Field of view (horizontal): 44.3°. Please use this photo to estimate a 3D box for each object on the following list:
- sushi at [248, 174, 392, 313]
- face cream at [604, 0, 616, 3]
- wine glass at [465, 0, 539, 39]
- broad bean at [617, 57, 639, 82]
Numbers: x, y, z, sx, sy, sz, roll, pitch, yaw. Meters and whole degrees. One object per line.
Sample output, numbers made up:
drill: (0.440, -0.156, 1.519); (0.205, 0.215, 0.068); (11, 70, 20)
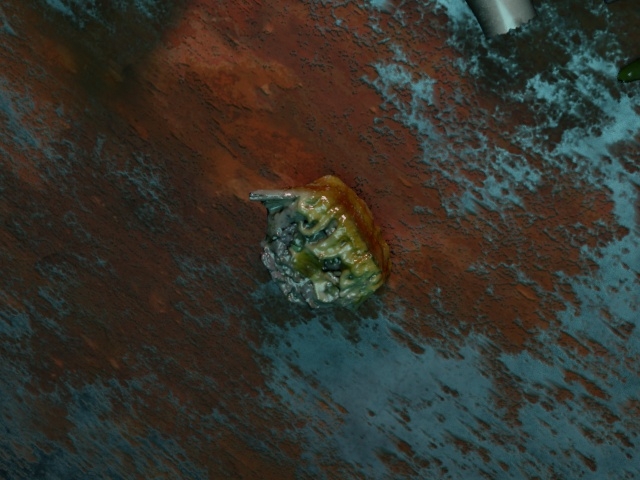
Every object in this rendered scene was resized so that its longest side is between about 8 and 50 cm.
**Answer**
sushi: (0.000, 0.000, 1.330); (0.184, 0.139, 0.274); (-25, 104, 25)
face cream: (0.408, -0.448, 0.976); (0.225, 0.249, 0.249); (-25, 101, 25)
wine glass: (0.232, -0.407, 1.131); (0.103, 0.103, 0.222); (-20, 103, 23)
broad bean: (0.531, -0.254, 1.125); (0.195, 0.046, 0.061); (3, 108, 14)
